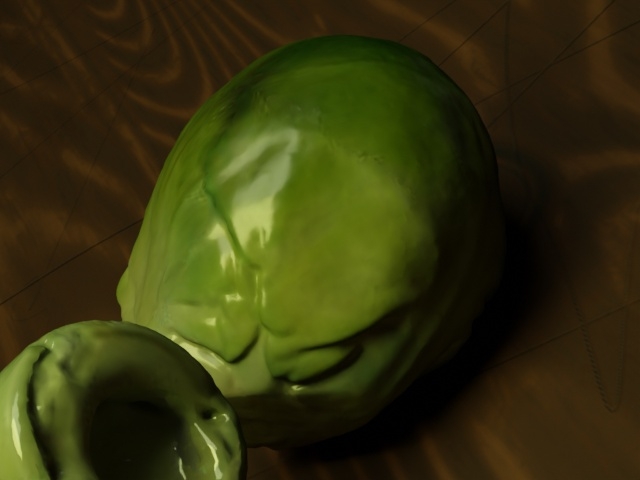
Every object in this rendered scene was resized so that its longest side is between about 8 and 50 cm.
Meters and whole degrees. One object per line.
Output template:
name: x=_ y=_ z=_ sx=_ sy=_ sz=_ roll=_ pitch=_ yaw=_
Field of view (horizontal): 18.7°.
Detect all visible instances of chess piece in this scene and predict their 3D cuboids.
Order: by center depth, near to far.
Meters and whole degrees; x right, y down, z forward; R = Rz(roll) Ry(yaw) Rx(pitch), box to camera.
chess piece: x=-0.250 y=0.221 z=1.392 sx=0.442 sy=0.234 sz=0.234 roll=-37 pitch=25 yaw=42

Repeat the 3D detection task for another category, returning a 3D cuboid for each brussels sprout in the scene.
brussels sprout: x=0.000 y=0.000 z=1.522 sx=0.344 sy=0.268 sz=0.344 roll=-48 pitch=26 yaw=33
